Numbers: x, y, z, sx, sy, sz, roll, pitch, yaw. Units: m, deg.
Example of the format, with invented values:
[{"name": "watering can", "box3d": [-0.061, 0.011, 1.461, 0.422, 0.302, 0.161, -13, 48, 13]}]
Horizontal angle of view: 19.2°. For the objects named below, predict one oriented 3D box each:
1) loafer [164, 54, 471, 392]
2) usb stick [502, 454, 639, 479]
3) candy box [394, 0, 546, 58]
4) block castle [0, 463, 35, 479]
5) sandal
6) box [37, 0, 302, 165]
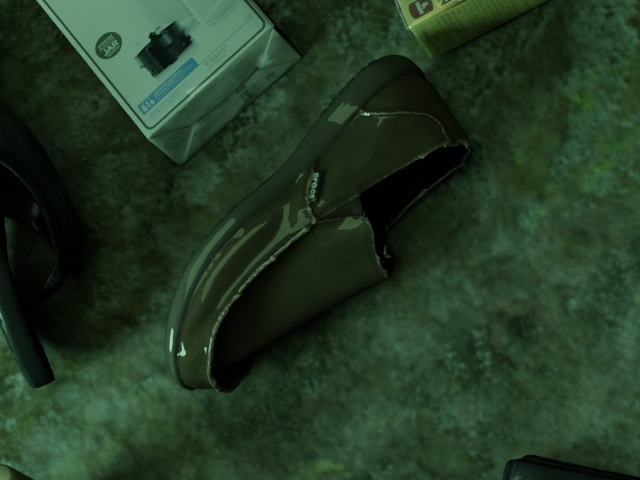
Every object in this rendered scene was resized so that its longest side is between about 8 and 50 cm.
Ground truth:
[{"name": "loafer", "box3d": [0.000, 0.000, 1.711, 0.130, 0.134, 0.366, 38, 90, 25]}, {"name": "usb stick", "box3d": [0.283, 0.241, 1.589, 0.278, 0.045, 0.077, 10, 80, 21]}, {"name": "candy box", "box3d": [0.199, -0.326, 1.758, 0.316, 0.087, 0.183, -27, 68, 11]}, {"name": "block castle", "box3d": [-0.308, 0.450, 1.658, 0.453, 0.213, 0.303, -47, 58, -2]}, {"name": "sandal", "box3d": [-0.308, -0.076, 1.837, 0.107, 0.167, 0.445, -17, 69, -4]}, {"name": "box", "box3d": [-0.174, -0.237, 1.868, 0.169, 0.087, 0.290, -41, 66, 5]}]
